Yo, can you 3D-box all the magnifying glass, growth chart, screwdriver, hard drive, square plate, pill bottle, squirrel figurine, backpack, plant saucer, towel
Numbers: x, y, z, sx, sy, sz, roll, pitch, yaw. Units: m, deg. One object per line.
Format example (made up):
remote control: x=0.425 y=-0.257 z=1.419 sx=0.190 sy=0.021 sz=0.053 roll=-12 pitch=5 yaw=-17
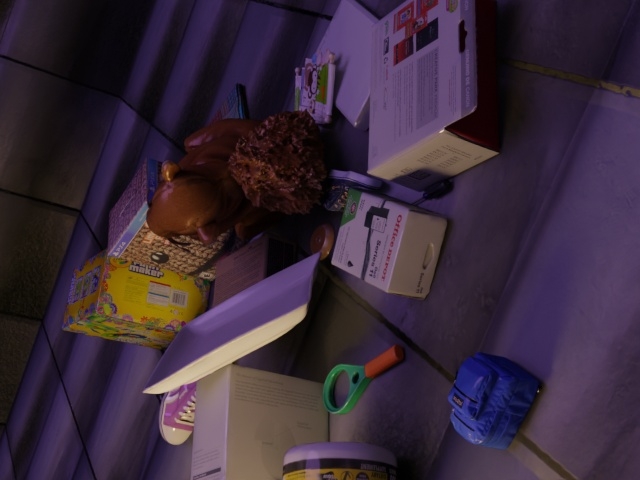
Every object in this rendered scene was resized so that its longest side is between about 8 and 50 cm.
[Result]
magnifying glass: x=0.072 y=0.245 z=1.570 sx=0.231 sy=0.026 sz=0.092 roll=-40 pitch=44 yaw=43
growth chart: x=-0.015 y=-0.335 z=1.945 sx=0.237 sy=0.021 sz=0.172 roll=-169 pitch=78 yaw=-68
screwdriver: x=0.179 y=-0.075 z=1.560 sx=0.025 sy=0.024 sz=0.170 roll=-54 pitch=13 yaw=-28
hard drive: x=0.076 y=-0.388 z=1.865 sx=0.203 sy=0.040 sz=0.307 roll=-62 pitch=32 yaw=20
square plate: x=-0.149 y=0.159 z=1.671 sx=0.347 sy=0.049 sz=0.344 roll=-28 pitch=10 yaw=10
pill bottle: x=0.030 y=0.495 z=1.353 sx=0.188 sy=0.188 sz=0.334 roll=-31 pitch=51 yaw=50
squirrel figurine: x=-0.181 y=-0.134 z=1.830 sx=0.397 sy=0.370 sz=0.281 roll=-22 pitch=94 yaw=27
backpack: x=0.233 y=0.229 z=1.232 sx=0.120 sy=0.101 sz=0.098 roll=-71 pitch=23 yaw=11
plant saucer: x=0.000 y=0.000 z=1.824 sx=0.083 sy=0.015 sz=0.083 roll=-34 pitch=49 yaw=49
towel: x=-0.269 y=-0.219 z=2.367 sx=0.271 sy=0.040 sz=0.370 roll=-46 pitch=39 yaw=38

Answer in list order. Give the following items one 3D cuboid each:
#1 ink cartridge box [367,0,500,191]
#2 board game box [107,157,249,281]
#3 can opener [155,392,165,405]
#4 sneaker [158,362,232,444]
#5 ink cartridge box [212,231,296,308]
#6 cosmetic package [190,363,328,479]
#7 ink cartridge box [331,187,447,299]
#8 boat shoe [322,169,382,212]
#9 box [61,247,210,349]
ink cartridge box: x=0.213 y=-0.279 z=1.486 sx=0.272 sy=0.130 sz=0.309 roll=-26 pitch=55 yaw=51
board game box: x=-0.345 y=-0.045 z=2.152 sx=0.232 sy=0.291 sz=0.141 roll=-46 pitch=39 yaw=40
can opener: x=-0.380 y=0.442 z=2.208 sx=0.059 sy=0.073 sz=0.186 roll=-51 pitch=45 yaw=21
sneaker: x=-0.291 y=0.376 z=2.049 sx=0.161 sy=0.102 sz=0.282 roll=33 pitch=104 yaw=56
ink cartridge box: x=-0.152 y=0.113 z=1.951 sx=0.234 sy=0.088 sz=0.193 roll=-28 pitch=51 yaw=51
cosmetic package: x=-0.110 y=0.370 z=1.613 sx=0.138 sy=0.224 sz=0.225 roll=-32 pitch=49 yaw=48
ink cartridge box: x=0.118 y=0.002 z=1.541 sx=0.208 sy=0.087 sz=0.153 roll=25 pitch=103 yaw=60
boat shoe: x=0.062 y=-0.092 z=1.723 sx=0.183 sy=0.065 sz=0.083 roll=16 pitch=91 yaw=67
box: x=-0.485 y=0.163 z=2.287 sx=0.279 sy=0.290 sz=0.177 roll=-22 pitch=57 yaw=53
